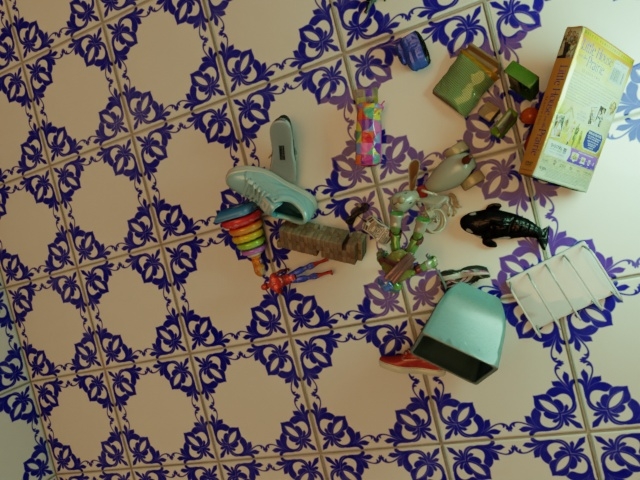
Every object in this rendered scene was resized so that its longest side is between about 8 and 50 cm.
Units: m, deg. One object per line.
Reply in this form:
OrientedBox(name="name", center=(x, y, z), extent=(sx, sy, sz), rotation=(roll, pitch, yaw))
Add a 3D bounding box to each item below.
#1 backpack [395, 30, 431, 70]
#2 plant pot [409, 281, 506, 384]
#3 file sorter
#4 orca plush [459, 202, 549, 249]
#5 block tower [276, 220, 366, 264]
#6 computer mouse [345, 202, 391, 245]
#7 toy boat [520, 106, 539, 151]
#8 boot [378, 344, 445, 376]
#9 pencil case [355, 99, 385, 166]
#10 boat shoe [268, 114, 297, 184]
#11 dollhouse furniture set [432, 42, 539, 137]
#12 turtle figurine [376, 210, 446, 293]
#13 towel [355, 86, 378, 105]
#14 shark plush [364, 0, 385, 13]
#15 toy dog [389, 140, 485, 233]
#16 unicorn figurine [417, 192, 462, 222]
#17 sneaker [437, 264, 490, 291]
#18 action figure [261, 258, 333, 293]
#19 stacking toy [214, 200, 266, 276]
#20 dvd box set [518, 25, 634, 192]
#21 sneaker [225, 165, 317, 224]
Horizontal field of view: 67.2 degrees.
OrientedBox(name="backpack", center=(0.319, -0.639, 1.649), extent=(0.101, 0.098, 0.120), rotation=(-23, 101, 29))
OrientedBox(name="plant pot", center=(0.476, 0.292, 1.610), extent=(0.247, 0.247, 0.252), rotation=(24, 64, 13))
OrientedBox(name="file sorter", center=(0.775, 0.161, 1.541), extent=(0.277, 0.173, 0.193), rotation=(-32, 86, 19))
OrientedBox(name="orca plush", center=(0.613, -0.033, 1.610), extent=(0.287, 0.102, 0.151), rotation=(26, 104, 14))
OrientedBox(name="block tower", center=(0.000, 0.000, 1.816), extent=(0.335, 0.091, 0.097), rotation=(11, 130, 18))
OrientedBox(name="computer mouse", center=(0.193, -0.051, 1.788), extent=(0.193, 0.042, 0.106), rotation=(41, 103, 16))
OrientedBox(name="toy boat", center=(0.709, -0.384, 1.535), extent=(0.151, 0.151, 0.231), rotation=(30, 106, 45))
OrientedBox(name="boot", center=(0.337, 0.395, 1.767), extent=(0.244, 0.088, 0.176), rotation=(1, 96, 11))
OrientedBox(name="pencil case", center=(0.176, -0.382, 1.726), extent=(0.104, 0.104, 0.236), rotation=(6, 99, 18))
OrientedBox(name="boat shoe", center=(-0.144, -0.323, 1.837), extent=(0.113, 0.105, 0.306), rotation=(0, 121, 8))
OrientedBox(name="dollhouse furniture set", center=(0.510, -0.495, 1.540), extent=(0.301, 0.151, 0.197), rotation=(44, 108, 21))
OrientedBox(name="turtle figurine", center=(0.296, 0.036, 1.652), extent=(0.198, 0.274, 0.266), rotation=(32, 121, 51))
OrientedBox(name="towel", center=(0.169, -0.525, 1.756), extent=(0.083, 0.009, 0.060), rotation=(0, 96, 19))
OrientedBox(name="shark plush", center=(0.210, -0.866, 1.682), extent=(0.067, 0.073, 0.161), rotation=(34, 103, -19))
OrientedBox(name="toy dog", center=(0.395, -0.199, 1.599), extent=(0.220, 0.161, 0.334), rotation=(39, 90, 12))
OrientedBox(name="unicorn figurine", center=(0.406, -0.122, 1.701), extent=(0.162, 0.060, 0.111), rotation=(-20, 80, 6))
OrientedBox(name="sneaker", center=(0.508, 0.138, 1.694), extent=(0.178, 0.072, 0.077), rotation=(-9, 105, 28))
OrientedBox(name="action figure", center=(-0.096, 0.142, 1.893), extent=(0.280, 0.139, 0.091), rotation=(-18, 87, -2))
OrientedBox(name="stacking toy", center=(-0.279, 0.005, 1.911), extent=(0.165, 0.175, 0.302), rotation=(-14, 103, 18))
OrientedBox(name="dvd box set", center=(0.762, -0.371, 1.431), extent=(0.062, 0.307, 0.420), rotation=(30, 110, 53))
OrientedBox(name="sneaker", center=(-0.192, -0.165, 1.792), extent=(0.366, 0.150, 0.135), rotation=(19, 124, -1))
